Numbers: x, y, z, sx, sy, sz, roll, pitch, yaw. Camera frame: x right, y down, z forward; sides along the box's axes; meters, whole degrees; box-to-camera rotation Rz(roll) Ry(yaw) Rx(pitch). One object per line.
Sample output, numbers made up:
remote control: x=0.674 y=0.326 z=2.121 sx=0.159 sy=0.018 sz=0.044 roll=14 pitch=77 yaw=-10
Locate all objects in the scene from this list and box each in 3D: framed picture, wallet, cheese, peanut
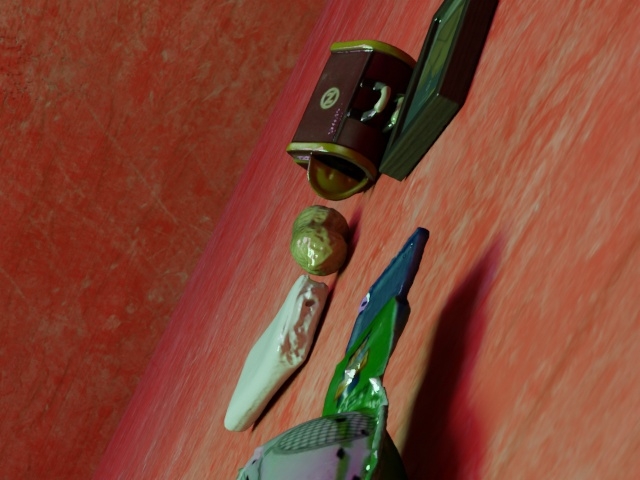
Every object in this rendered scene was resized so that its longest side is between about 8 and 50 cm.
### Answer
framed picture: x=0.099 y=-0.144 z=1.260 sx=0.128 sy=0.023 sz=0.168 roll=126 pitch=166 yaw=-59
wallet: x=-0.039 y=0.101 z=1.428 sx=0.190 sy=0.033 sz=0.095 roll=123 pitch=168 yaw=-55
cheese: x=-0.001 y=0.131 z=0.824 sx=0.204 sy=0.083 sz=0.320 roll=124 pitch=168 yaw=-52
peanut: x=0.000 y=0.000 z=1.407 sx=0.113 sy=0.054 sz=0.054 roll=-95 pitch=30 yaw=-70

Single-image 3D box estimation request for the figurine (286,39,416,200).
figurine: x=0.038 y=-0.103 z=1.425 sx=0.098 sy=0.082 sz=0.154 roll=-10 pitch=54 yaw=58
